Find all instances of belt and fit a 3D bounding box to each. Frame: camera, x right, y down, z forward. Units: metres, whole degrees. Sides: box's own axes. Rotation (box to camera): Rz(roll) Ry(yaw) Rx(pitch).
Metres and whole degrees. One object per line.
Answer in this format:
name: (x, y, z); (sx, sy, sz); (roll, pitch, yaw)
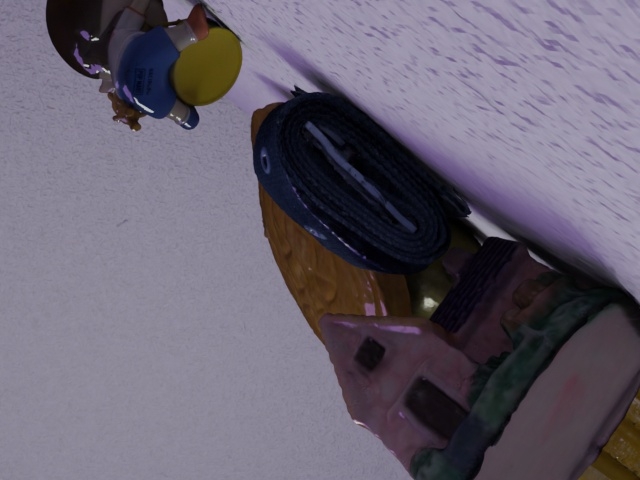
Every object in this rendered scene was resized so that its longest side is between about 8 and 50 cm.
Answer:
belt: (0.025, -0.053, 0.756); (0.218, 0.122, 0.128); (42, 167, -17)

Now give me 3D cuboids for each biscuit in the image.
biscuit: (-0.002, 0.001, 1.024); (0.385, 0.062, 0.365); (42, 144, 52)

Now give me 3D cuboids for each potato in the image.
potato: (0.138, 0.034, 1.018); (0.174, 0.159, 0.251); (-8, -174, -12)

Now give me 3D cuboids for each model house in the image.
model house: (0.139, 0.110, 0.700); (0.202, 0.237, 0.237); (30, -177, -44)

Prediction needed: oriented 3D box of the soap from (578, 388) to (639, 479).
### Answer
soap: (0.317, 0.191, 0.850); (0.274, 0.173, 0.089); (37, -174, -29)

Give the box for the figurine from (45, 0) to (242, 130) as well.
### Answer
figurine: (-0.226, -0.246, 0.876); (0.158, 0.161, 0.275); (-20, -129, -42)
